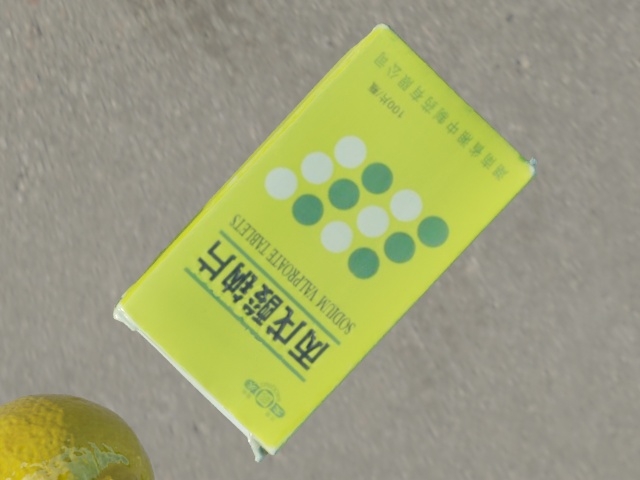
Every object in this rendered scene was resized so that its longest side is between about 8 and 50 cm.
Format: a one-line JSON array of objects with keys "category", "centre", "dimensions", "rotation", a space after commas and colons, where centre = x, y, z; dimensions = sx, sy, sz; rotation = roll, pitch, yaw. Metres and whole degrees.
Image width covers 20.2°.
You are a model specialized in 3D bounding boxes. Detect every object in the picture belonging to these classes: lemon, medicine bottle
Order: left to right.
[{"category": "lemon", "centre": [-0.255, 0.235, 1.680], "dimensions": [0.187, 0.244, 0.186], "rotation": [-5, 97, -44]}, {"category": "medicine bottle", "centre": [0.000, 0.000, 1.129], "dimensions": [0.137, 0.141, 0.250], "rotation": [43, 87, -5]}]
